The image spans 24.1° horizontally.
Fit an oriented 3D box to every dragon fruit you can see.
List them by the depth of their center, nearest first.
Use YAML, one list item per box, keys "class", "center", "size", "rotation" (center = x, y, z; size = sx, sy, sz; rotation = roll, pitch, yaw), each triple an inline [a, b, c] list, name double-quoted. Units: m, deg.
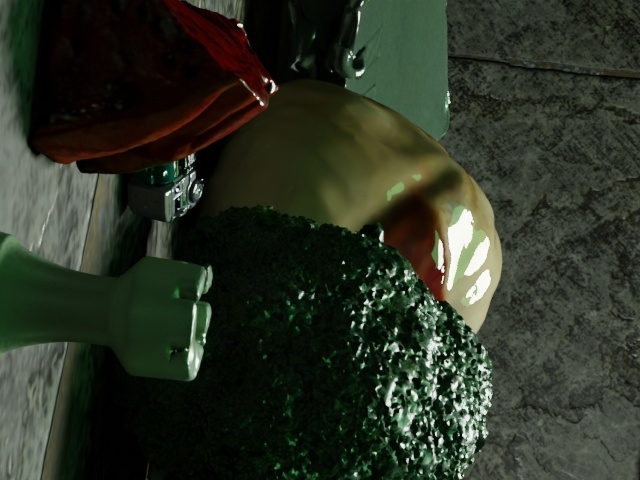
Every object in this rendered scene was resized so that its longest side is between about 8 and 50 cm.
- class: "dragon fruit"
  center: [-0.093, -0.089, 0.732]
  size: [0.092, 0.122, 0.192]
  rotation: [-44, -173, 11]

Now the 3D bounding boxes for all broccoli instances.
- class: "broccoli"
  center: [-0.031, 0.128, 0.943]
  size: [0.269, 0.254, 0.269]
  rotation: [-49, -172, 9]

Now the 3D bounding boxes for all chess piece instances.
- class: "chess piece"
  center: [-0.092, 0.022, 0.524]
  size: [0.067, 0.103, 0.067]
  rotation: [7, 90, -85]

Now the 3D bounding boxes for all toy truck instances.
- class: "toy truck"
  center: [-0.091, -0.050, 0.850]
  size: [0.044, 0.039, 0.083]
  rotation: [-49, 148, -51]

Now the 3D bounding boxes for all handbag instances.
- class: "handbag"
  center: [0.048, -0.156, 1.370]
  size: [0.260, 0.079, 0.248]
  rotation: [-55, 149, -51]

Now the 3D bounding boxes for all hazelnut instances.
- class: "hazelnut"
  center: [0.000, 0.000, 1.166]
  size: [0.241, 0.261, 0.261]
  rotation: [-47, -163, 32]

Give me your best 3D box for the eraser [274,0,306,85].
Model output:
- class: "eraser"
  center: [0.004, -0.212, 1.481]
  size: [0.061, 0.089, 0.352]
  rotation: [-74, 172, -76]
